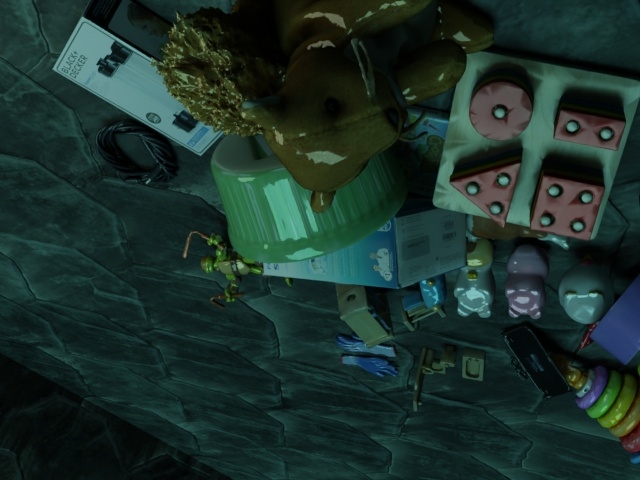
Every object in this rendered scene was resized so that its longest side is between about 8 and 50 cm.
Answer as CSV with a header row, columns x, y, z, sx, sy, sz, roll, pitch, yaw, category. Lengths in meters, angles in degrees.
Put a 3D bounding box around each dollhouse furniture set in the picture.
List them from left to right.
x,y,z,sx,sy,sz,roll,pitch,yaw,category
0.145,0.113,1.842,0.184,0.129,0.129,-26,132,17,dollhouse furniture set
0.305,0.335,2.077,0.151,0.123,0.144,9,148,14,dollhouse furniture set

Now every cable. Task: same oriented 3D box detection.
x,y,z,sx,sy,sz,roll,pitch,yaw,category
-0.358,-0.166,1.702,0.151,0.047,0.184,11,147,11,cable

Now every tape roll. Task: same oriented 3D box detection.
x,y,z,sx,sy,sz,roll,pitch,yaw,category
0.563,0.122,1.531,0.080,0.189,0.189,40,154,18,tape roll

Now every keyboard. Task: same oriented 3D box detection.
x,y,z,sx,sy,sz,roll,pitch,yaw,category
0.464,0.267,1.912,0.108,0.023,0.180,-33,92,46,keyboard

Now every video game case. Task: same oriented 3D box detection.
x,y,z,sx,sy,sz,roll,pitch,yaw,category
0.165,-0.149,1.486,0.193,0.023,0.212,13,148,8,video game case

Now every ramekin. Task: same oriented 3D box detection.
x,y,z,sx,sy,sz,roll,pitch,yaw,category
-0.026,-0.109,1.383,0.303,0.303,0.148,-2,123,30,ramekin

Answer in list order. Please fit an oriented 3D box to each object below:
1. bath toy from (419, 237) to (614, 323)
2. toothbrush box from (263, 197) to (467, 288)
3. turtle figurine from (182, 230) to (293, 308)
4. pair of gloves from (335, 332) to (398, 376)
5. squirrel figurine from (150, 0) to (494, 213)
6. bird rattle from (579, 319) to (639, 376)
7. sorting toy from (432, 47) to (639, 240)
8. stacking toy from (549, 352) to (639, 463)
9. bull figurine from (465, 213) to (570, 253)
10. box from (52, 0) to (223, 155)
x,y,z,sx,sy,sz,roll,pitch,yaw,category
0.366,0.063,1.625,0.348,0.129,0.151,6,128,19,bath toy
0.073,-0.005,1.515,0.295,0.126,0.216,3,-170,41,toothbrush box
-0.171,0.058,1.920,0.217,0.087,0.269,1,137,12,turtle figurine
0.118,0.290,2.199,0.159,0.023,0.198,9,148,14,pair of gloves
-0.009,-0.216,1.136,0.397,0.370,0.281,-3,143,30,squirrel figurine
0.634,0.161,1.689,0.253,0.143,0.207,37,134,-6,bird rattle
0.308,-0.128,1.278,0.255,0.089,0.257,13,120,8,sorting toy
0.626,0.339,1.922,0.302,0.175,0.166,30,146,2,stacking toy
0.329,-0.070,1.458,0.188,0.101,0.310,7,149,11,bull figurine
-0.276,-0.276,1.449,0.290,0.087,0.169,31,146,-20,box
